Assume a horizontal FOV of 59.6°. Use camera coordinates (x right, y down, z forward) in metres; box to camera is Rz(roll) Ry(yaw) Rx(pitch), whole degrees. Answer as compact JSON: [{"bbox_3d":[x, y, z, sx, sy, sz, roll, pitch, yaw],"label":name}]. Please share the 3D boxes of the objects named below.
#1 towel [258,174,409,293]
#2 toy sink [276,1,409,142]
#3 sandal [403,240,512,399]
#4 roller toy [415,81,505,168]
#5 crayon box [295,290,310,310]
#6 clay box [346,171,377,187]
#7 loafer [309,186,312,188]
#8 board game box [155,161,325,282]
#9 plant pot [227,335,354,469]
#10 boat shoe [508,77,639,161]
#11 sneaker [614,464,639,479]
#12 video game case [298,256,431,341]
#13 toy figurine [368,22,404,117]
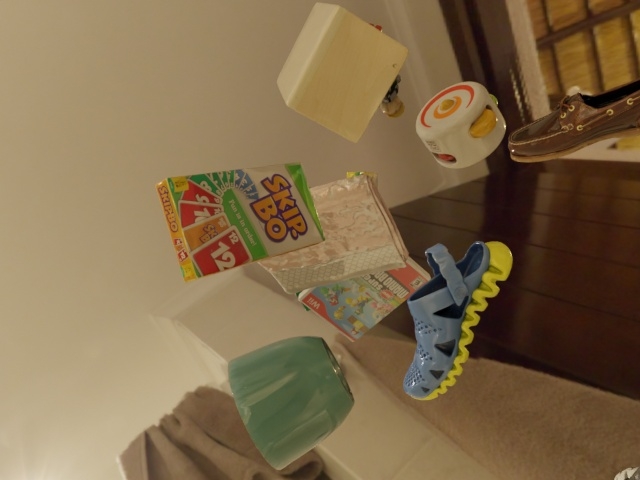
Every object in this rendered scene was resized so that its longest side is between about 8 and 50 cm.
[{"bbox_3d":[0.000,0.000,1.224,0.317,0.331,0.054,55,-152,-48],"label":"towel"},{"bbox_3d":[0.027,-0.270,0.882,0.131,0.234,0.153,25,-73,-18],"label":"toy sink"},{"bbox_3d":[0.212,0.131,1.004,0.138,0.126,0.318,22,-88,-11],"label":"sandal"},{"bbox_3d":[0.339,-0.285,1.369,0.146,0.191,0.209,45,-146,-32],"label":"roller toy"},{"bbox_3d":[0.032,0.084,1.669,0.165,0.278,0.081,-27,-75,20],"label":"crayon box"},{"bbox_3d":[0.118,-0.131,1.592,0.222,0.053,0.128,-15,-76,-71],"label":"clay box"},{"bbox_3d":[-0.021,-0.084,1.303,0.050,0.056,0.148,-21,-21,10],"label":"loafer"},{"bbox_3d":[-0.088,-0.035,0.751,0.259,0.039,0.124,-16,-91,-51],"label":"board game box"},{"bbox_3d":[-0.057,0.373,1.388,0.235,0.293,0.293,-28,-64,0],"label":"plant pot"},{"bbox_3d":[0.346,-0.164,0.731,0.073,0.206,0.073,57,-149,-33],"label":"boat shoe"},{"bbox_3d":[0.445,0.321,0.720,0.106,0.078,0.234,-49,-25,-41],"label":"sneaker"},{"bbox_3d":[0.110,0.121,1.438,0.204,0.025,0.285,39,-65,-17],"label":"video game case"},{"bbox_3d":[0.080,-0.364,1.287,0.212,0.210,0.148,-17,-33,11],"label":"toy figurine"}]
